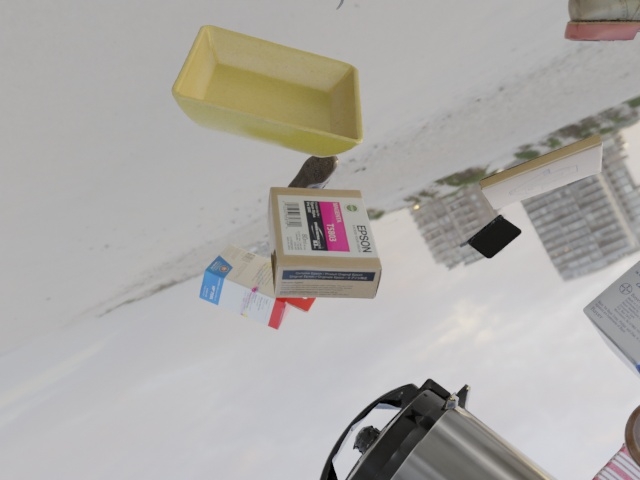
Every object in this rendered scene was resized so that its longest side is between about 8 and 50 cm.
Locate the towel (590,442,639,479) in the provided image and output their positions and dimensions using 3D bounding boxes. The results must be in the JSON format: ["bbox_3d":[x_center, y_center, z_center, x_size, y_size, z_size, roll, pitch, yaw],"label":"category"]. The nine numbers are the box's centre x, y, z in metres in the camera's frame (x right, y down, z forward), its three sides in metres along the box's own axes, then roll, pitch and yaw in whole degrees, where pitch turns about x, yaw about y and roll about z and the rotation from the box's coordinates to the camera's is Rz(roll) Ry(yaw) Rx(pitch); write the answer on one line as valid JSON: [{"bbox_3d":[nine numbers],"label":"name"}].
[{"bbox_3d":[0.773,0.630,1.617,0.197,0.144,0.029,-49,-172,2],"label":"towel"}]

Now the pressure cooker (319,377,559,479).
[{"bbox_3d":[0.215,0.490,1.193,0.370,0.420,0.375,-23,142,-54],"label":"pressure cooker"}]

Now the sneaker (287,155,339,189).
[{"bbox_3d":[-0.008,-0.149,1.426,0.071,0.066,0.188,-22,171,-43],"label":"sneaker"}]

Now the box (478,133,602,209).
[{"bbox_3d":[0.388,-0.113,1.098,0.201,0.021,0.164,-22,161,18],"label":"box"}]

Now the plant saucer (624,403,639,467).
[{"bbox_3d":[0.771,0.428,1.375,0.199,0.198,0.036,-27,177,16],"label":"plant saucer"}]

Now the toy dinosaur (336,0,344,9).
[{"bbox_3d":[0.108,-0.528,1.068,0.160,0.121,0.313,-13,-147,33],"label":"toy dinosaur"}]

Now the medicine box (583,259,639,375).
[{"bbox_3d":[0.708,0.132,1.256,0.289,0.149,0.263,-43,142,10],"label":"medicine box"}]

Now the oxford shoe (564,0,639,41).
[{"bbox_3d":[0.597,-0.410,1.052,0.348,0.130,0.123,-3,-161,5],"label":"oxford shoe"}]

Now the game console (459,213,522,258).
[{"bbox_3d":[0.439,-0.004,1.627,0.122,0.071,0.107,-37,176,-13],"label":"game console"}]

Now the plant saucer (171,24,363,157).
[{"bbox_3d":[-0.093,-0.275,1.189,0.333,0.333,0.081,-88,-165,-52],"label":"plant saucer"}]

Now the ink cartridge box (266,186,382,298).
[{"bbox_3d":[0.000,0.000,1.205,0.193,0.088,0.234,0,-138,-11],"label":"ink cartridge box"}]

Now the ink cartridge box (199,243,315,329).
[{"bbox_3d":[-0.123,0.105,1.341,0.134,0.231,0.078,-56,166,-60],"label":"ink cartridge box"}]
